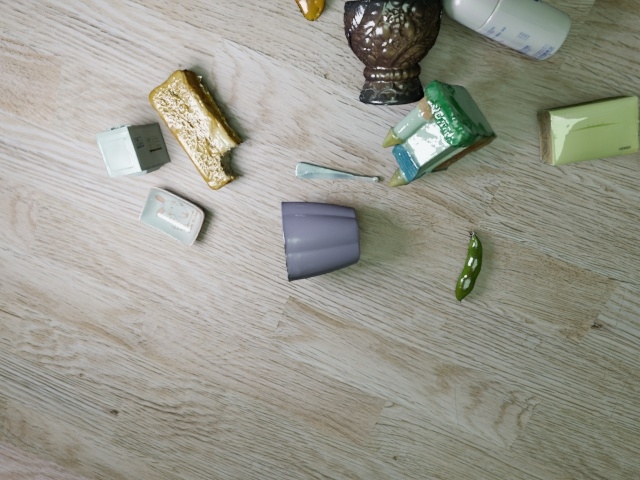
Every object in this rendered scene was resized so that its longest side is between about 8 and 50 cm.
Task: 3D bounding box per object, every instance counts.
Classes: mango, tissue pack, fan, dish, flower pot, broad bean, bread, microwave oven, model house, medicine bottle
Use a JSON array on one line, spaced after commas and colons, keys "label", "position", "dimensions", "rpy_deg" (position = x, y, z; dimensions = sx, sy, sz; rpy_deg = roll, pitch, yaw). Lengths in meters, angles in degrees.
[{"label": "mango", "position": [-0.038, -0.732, 1.330], "dimensions": [0.105, 0.084, 0.159], "rpy_deg": [-24, 124, 15]}, {"label": "tissue pack", "position": [0.769, -0.317, 1.316], "dimensions": [0.234, 0.125, 0.159], "rpy_deg": [-8, 106, 10]}, {"label": "fan", "position": [0.054, -0.214, 1.512], "dimensions": [0.281, 0.023, 0.057], "rpy_deg": [10, 107, 7]}, {"label": "dish", "position": [-0.510, -0.091, 1.604], "dimensions": [0.212, 0.077, 0.151], "rpy_deg": [27, 111, -1]}, {"label": "flower pot", "position": [0.199, -0.531, 1.277], "dimensions": [0.266, 0.267, 0.267], "rpy_deg": [1, 119, 8]}, {"label": "broad bean", "position": [0.502, 0.094, 1.529], "dimensions": [0.065, 0.046, 0.255], "rpy_deg": [12, 107, 12]}, {"label": "bread", "position": [-0.380, -0.359, 1.486], "dimensions": [0.185, 0.109, 0.381], "rpy_deg": [-31, 102, 12]}, {"label": "microwave oven", "position": [-0.606, -0.294, 1.484], "dimensions": [0.122, 0.208, 0.163], "rpy_deg": [-9, 106, 11]}, {"label": "model house", "position": [0.303, -0.285, 1.354], "dimensions": [0.325, 0.267, 0.194], "rpy_deg": [-38, 77, 36]}, {"label": "flower pot", "position": [0.000, 0.000, 1.476], "dimensions": [0.242, 0.265, 0.265], "rpy_deg": [-3, 107, -2]}, {"label": "medicine bottle", "position": [0.486, -0.607, 1.220], "dimensions": [0.340, 0.130, 0.130], "rpy_deg": [16, 110, -14]}]
